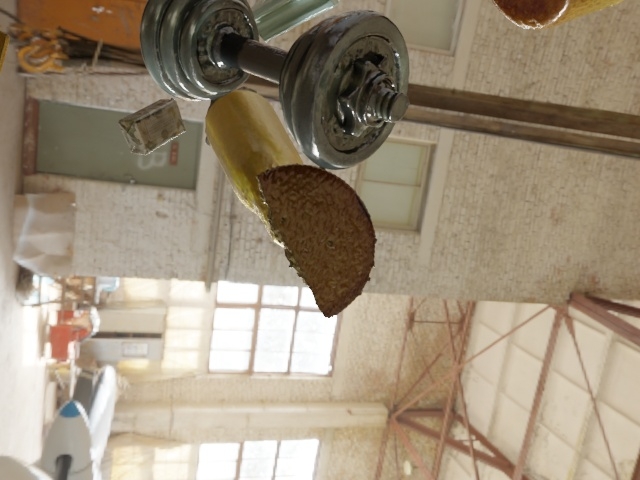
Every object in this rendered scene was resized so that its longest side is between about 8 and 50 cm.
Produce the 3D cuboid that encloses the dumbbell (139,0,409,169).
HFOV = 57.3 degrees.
[{"bbox_3d":[-0.064,-0.218,0.719,0.406,0.179,0.179,29,-61,34],"label":"dumbbell"}]

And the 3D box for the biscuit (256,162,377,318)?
[{"bbox_3d":[0.006,-0.011,0.753,0.206,0.126,0.025,65,-14,-6],"label":"biscuit"}]

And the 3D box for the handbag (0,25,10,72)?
[{"bbox_3d":[-0.714,-0.311,1.113,0.401,0.133,0.282,30,-81,46],"label":"handbag"}]

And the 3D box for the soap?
[{"bbox_3d":[-0.041,-0.460,1.113,0.198,0.066,0.119,-11,-141,40],"label":"soap"}]

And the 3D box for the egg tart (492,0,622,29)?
[{"bbox_3d":[0.304,-0.373,0.755,0.202,0.147,0.202,48,-20,23],"label":"egg tart"}]

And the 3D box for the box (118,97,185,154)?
[{"bbox_3d":[-0.270,-0.185,0.945,0.098,0.045,0.062,-48,134,-40],"label":"box"}]

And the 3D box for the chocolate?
[{"bbox_3d":[-0.109,-0.128,1.092,0.445,0.162,0.162,-119,-144,-50],"label":"chocolate"}]
